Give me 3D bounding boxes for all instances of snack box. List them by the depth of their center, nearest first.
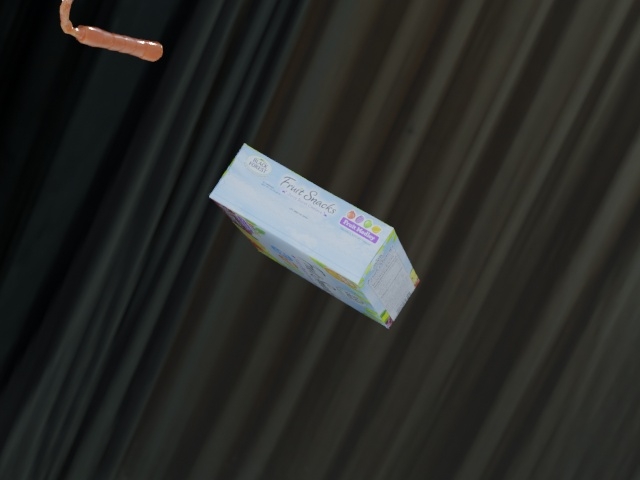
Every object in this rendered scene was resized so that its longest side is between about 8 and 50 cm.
[{"bbox_3d":[0.000,0.000,1.409,0.174,0.070,0.207,31,-6,16],"label":"snack box"}]

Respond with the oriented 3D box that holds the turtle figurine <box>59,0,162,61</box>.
[{"bbox_3d":[-0.063,-0.228,0.736,0.087,0.217,0.269,26,35,17],"label":"turtle figurine"}]
